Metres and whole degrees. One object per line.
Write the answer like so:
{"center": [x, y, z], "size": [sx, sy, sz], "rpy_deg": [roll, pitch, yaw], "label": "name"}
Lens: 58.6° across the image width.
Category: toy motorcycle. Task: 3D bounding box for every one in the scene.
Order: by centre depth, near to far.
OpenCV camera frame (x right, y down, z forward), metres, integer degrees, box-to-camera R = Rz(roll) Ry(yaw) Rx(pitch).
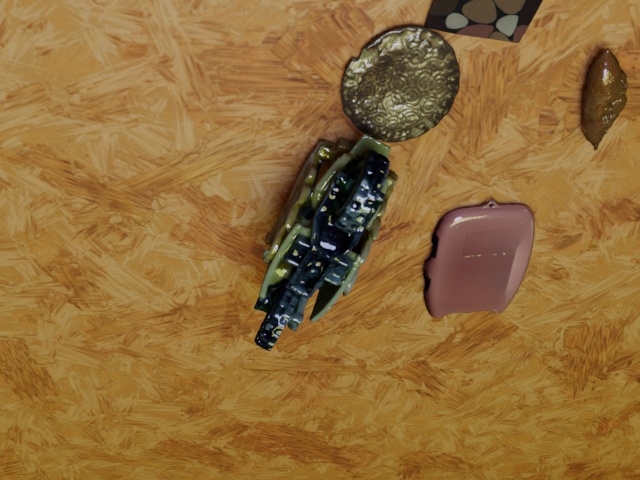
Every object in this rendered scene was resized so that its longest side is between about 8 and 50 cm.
{"center": [0.000, 0.000, 0.954], "size": [0.168, 0.237, 0.410], "rpy_deg": [26, 125, -11], "label": "toy motorcycle"}

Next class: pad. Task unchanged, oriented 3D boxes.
{"center": [0.247, -0.371, 0.754], "size": [0.158, 0.003, 0.235], "rpy_deg": [4, 143, -12], "label": "pad"}

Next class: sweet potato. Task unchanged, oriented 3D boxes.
{"center": [0.455, -0.218, 0.922], "size": [0.068, 0.060, 0.206], "rpy_deg": [21, 154, 26], "label": "sweet potato"}

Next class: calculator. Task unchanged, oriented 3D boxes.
{"center": [0.322, 0.050, 1.172], "size": [0.219, 0.048, 0.330], "rpy_deg": [-4, 132, -1], "label": "calculator"}

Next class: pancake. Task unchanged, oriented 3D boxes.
{"center": [0.124, -0.236, 0.885], "size": [0.199, 0.021, 0.199], "rpy_deg": [-3, 134, -3], "label": "pancake"}
